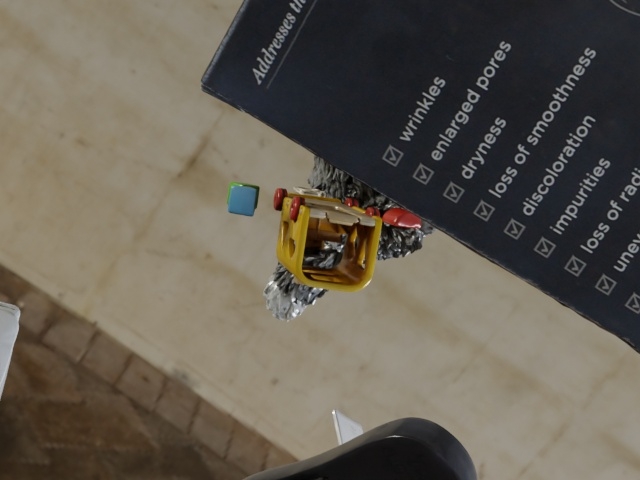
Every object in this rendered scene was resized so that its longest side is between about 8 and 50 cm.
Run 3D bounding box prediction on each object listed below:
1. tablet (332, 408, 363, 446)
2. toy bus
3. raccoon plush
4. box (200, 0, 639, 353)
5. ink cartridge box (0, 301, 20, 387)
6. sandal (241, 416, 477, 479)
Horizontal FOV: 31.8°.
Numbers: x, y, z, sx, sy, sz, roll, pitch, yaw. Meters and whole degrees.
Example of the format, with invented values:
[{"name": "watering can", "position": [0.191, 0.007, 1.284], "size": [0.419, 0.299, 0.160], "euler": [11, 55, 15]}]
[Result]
[{"name": "tablet", "position": [0.028, 0.178, 0.972], "size": [0.083, 0.006, 0.054], "euler": [44, 32, -65]}, {"name": "toy bus", "position": [-0.003, 0.001, 1.287], "size": [0.191, 0.104, 0.202], "euler": [13, 7, 32]}, {"name": "raccoon plush", "position": [-0.008, -0.098, 1.438], "size": [0.299, 0.446, 0.216], "euler": [40, 19, -16]}, {"name": "box", "position": [0.231, -0.234, 0.973], "size": [0.472, 0.480, 0.297], "euler": [31, 20, -2]}, {"name": "ink cartridge box", "position": [-0.428, 0.189, 1.251], "size": [0.129, 0.223, 0.307], "euler": [16, -17, -13]}, {"name": "sandal", "position": [-0.010, 0.190, 0.734], "size": [0.097, 0.254, 0.054], "euler": [47, 37, -1]}]
